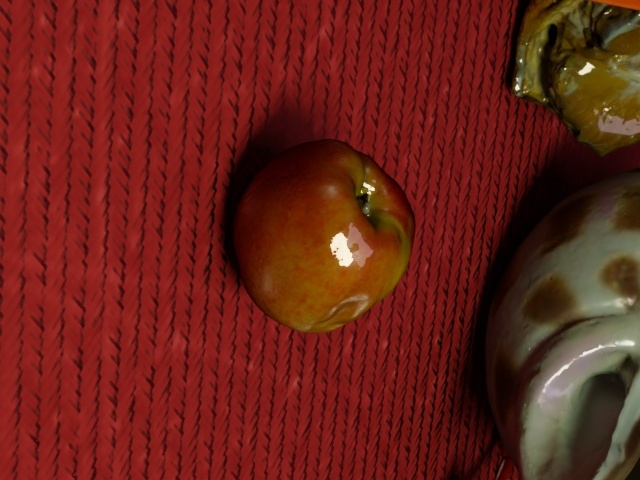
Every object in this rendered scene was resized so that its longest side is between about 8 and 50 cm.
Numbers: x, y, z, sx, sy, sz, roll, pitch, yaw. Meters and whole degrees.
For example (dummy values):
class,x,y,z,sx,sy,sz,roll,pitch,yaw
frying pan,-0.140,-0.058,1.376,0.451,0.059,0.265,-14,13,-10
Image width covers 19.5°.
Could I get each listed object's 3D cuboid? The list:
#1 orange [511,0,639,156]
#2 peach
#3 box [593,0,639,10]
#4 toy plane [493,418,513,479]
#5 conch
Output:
class,x,y,z,sx,sy,sz,roll,pitch,yaw
orange,0.202,-0.142,1.212,0.160,0.170,0.112,63,16,-51
peach,-0.002,0.000,0.959,0.101,0.101,0.100,-36,134,-48
box,0.218,-0.324,1.007,0.318,0.257,0.348,-33,131,-52
toy plane,0.122,0.189,1.272,0.077,0.126,0.194,55,53,-22
conch,0.241,0.071,1.259,0.368,0.249,0.197,-49,162,-22
